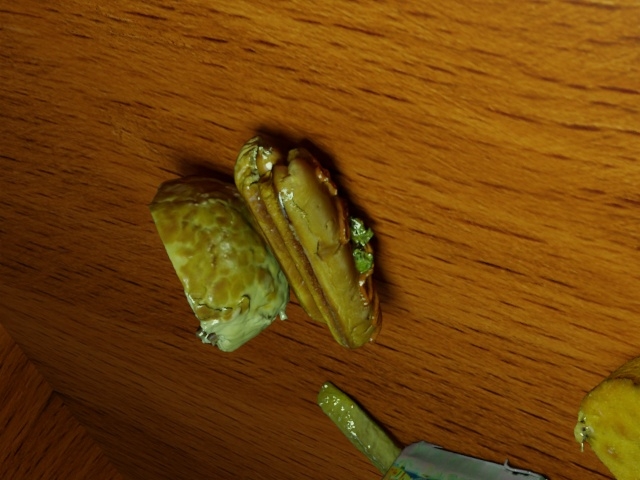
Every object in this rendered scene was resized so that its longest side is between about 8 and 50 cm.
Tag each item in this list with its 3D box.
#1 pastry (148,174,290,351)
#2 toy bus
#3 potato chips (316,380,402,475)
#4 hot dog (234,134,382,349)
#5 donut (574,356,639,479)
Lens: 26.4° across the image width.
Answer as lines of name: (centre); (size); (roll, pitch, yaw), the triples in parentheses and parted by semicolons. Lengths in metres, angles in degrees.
pastry: (-0.132, 0.015, 1.955); (0.237, 0.170, 0.256); (67, -173, -70)
toy bus: (0.246, 0.424, 2.224); (0.317, 0.138, 0.112); (6, 146, 46)
potato chips: (0.140, 0.402, 2.394); (0.407, 0.057, 0.080); (46, 172, -17)
hot dog: (0.000, 0.000, 1.846); (0.158, 0.117, 0.349); (40, 162, 49)
donut: (0.436, 0.251, 1.668); (0.253, 0.118, 0.253); (33, 145, 27)
